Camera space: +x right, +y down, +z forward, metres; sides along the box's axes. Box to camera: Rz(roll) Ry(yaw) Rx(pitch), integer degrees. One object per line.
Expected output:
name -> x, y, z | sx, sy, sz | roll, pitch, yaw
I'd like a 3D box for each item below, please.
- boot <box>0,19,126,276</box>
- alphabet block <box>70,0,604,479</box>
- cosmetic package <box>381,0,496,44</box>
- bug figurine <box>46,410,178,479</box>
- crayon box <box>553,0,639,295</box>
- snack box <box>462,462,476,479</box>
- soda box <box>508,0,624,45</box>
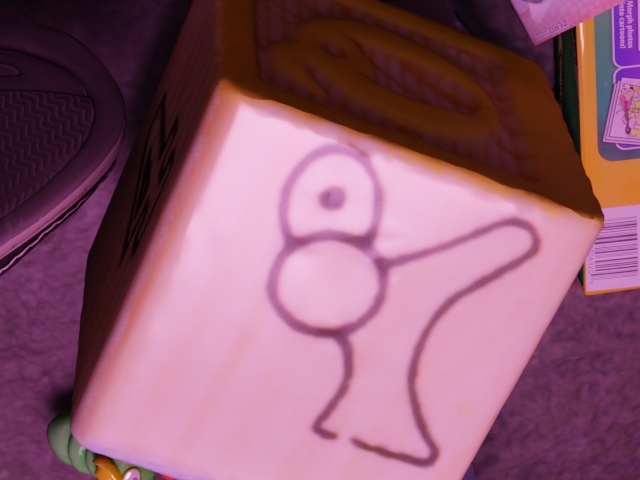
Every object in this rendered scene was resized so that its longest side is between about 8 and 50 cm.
boot -> -0.257, 0.053, 1.016 | 0.377, 0.138, 0.284 | -36, 160, -9
alphabet block -> 0.000, 0.000, 0.920 | 0.192, 0.193, 0.197 | 19, 115, -16
cosmetic package -> 0.012, -0.031, 1.071 | 0.238, 0.107, 0.127 | -34, 116, 10
bug figurine -> -0.074, 0.190, 1.131 | 0.072, 0.216, 0.279 | -37, 128, -31
crayon box -> 0.217, -0.114, 1.054 | 0.165, 0.081, 0.278 | -7, 118, -1
snack box -> 0.059, 0.226, 1.156 | 0.070, 0.207, 0.174 | 0, 118, -6
soda box -> 0.171, -0.171, 0.940 | 0.183, 0.058, 0.063 | -27, 116, 9
